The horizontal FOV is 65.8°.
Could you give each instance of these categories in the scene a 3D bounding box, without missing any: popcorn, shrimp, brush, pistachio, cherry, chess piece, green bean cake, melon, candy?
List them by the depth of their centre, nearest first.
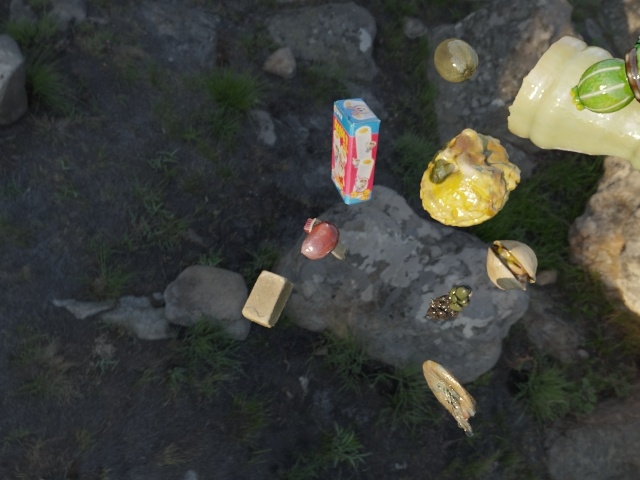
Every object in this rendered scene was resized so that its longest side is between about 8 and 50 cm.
[{"bbox_3d":[0.647,-0.231,1.032,0.442,0.234,0.234,39,50,25],"label":"chess piece"},{"bbox_3d":[0.332,-0.444,1.216,0.098,0.098,0.130,4,48,-26],"label":"melon"},{"bbox_3d":[0.002,0.005,1.411,0.087,0.106,0.126,30,69,1],"label":"cherry"},{"bbox_3d":[0.390,0.447,1.423,0.059,0.145,0.254,-29,78,-25],"label":"shrimp"},{"bbox_3d":[0.107,-0.284,1.590,0.100,0.305,0.157,-12,44,-12],"label":"candy"},{"bbox_3d":[-0.183,0.204,1.726,0.109,0.085,0.179,15,71,24],"label":"green bean cake"},{"bbox_3d":[0.024,-0.001,1.843,0.321,0.050,0.060,41,68,-57],"label":"brush"},{"bbox_3d":[0.743,0.089,1.937,0.214,0.193,0.318,50,9,33],"label":"pistachio"},{"bbox_3d":[0.604,-0.242,2.025,0.344,0.390,0.354,29,26,7],"label":"popcorn"}]

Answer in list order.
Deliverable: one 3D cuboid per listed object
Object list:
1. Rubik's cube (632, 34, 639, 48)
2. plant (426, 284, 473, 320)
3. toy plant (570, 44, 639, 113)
[{"bbox_3d":[0.594,-0.306,0.843,0.133,0.133,0.111,5,74,-26],"label":"Rubik's cube"},{"bbox_3d":[0.366,0.174,1.382,0.087,0.174,0.085,48,50,9],"label":"plant"},{"bbox_3d":[0.489,-0.255,0.789,0.093,0.162,0.092,13,71,-42],"label":"toy plant"}]
